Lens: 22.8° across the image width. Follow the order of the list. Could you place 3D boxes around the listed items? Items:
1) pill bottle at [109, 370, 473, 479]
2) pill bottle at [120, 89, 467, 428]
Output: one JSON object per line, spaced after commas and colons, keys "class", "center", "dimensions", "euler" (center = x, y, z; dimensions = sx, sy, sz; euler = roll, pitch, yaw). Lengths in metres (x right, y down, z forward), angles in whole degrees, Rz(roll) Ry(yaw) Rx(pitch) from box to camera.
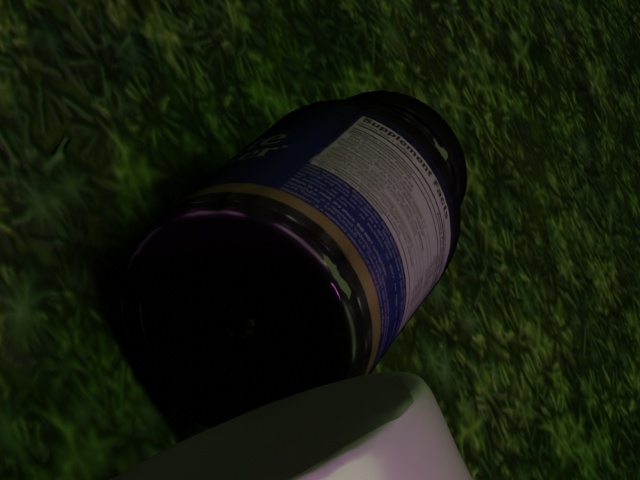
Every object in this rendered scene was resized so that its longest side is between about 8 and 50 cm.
{"class": "pill bottle", "center": [0.034, 0.248, 0.614], "dimensions": [0.204, 0.204, 0.361], "euler": [-32, 100, -61]}
{"class": "pill bottle", "center": [0.000, 0.000, 0.803], "dimensions": [0.123, 0.123, 0.219], "euler": [63, 29, -11]}
